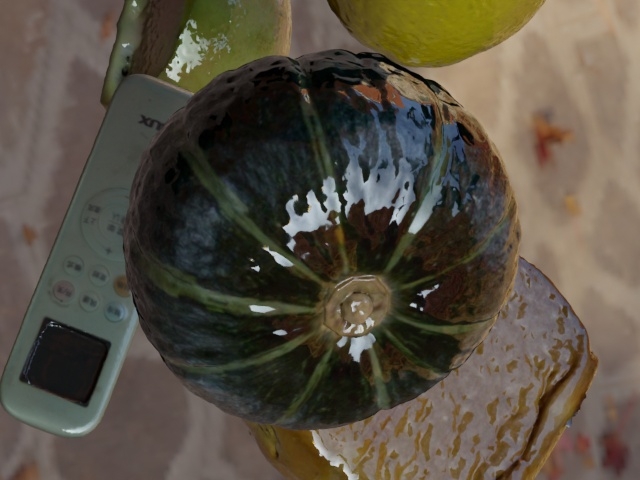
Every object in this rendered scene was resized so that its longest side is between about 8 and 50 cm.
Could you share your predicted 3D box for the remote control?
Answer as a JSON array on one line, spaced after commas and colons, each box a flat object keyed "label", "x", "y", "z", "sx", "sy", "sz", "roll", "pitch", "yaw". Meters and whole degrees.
[{"label": "remote control", "x": -0.171, "y": 0.011, "z": 1.585, "sx": 0.090, "sy": 0.038, "sz": 0.309, "roll": 23, "pitch": 69, "yaw": -8}]

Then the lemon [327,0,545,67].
[{"label": "lemon", "x": 0.105, "y": -0.279, "z": 1.670, "sx": 0.236, "sy": 0.236, "sz": 0.263, "roll": -65, "pitch": 153, "yaw": -43}]

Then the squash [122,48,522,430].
[{"label": "squash", "x": 0.000, "y": 0.000, "z": 1.252, "sx": 0.252, "sy": 0.252, "sz": 0.165, "roll": 48, "pitch": 9, "yaw": -33}]

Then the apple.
[{"label": "apple", "x": -0.092, "y": -0.212, "z": 1.918, "sx": 0.193, "sy": 0.120, "sz": 0.265, "roll": 23, "pitch": 75, "yaw": -36}]

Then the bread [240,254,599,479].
[{"label": "bread", "x": 0.078, "y": 0.130, "z": 1.934, "sx": 0.328, "sy": 0.148, "sz": 0.337, "roll": 40, "pitch": 61, "yaw": -12}]
